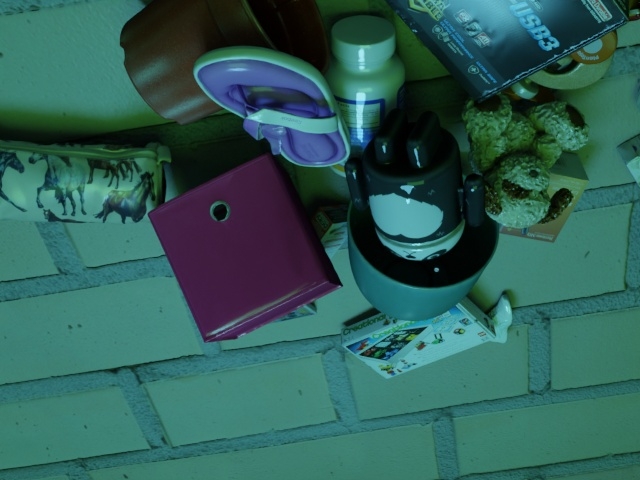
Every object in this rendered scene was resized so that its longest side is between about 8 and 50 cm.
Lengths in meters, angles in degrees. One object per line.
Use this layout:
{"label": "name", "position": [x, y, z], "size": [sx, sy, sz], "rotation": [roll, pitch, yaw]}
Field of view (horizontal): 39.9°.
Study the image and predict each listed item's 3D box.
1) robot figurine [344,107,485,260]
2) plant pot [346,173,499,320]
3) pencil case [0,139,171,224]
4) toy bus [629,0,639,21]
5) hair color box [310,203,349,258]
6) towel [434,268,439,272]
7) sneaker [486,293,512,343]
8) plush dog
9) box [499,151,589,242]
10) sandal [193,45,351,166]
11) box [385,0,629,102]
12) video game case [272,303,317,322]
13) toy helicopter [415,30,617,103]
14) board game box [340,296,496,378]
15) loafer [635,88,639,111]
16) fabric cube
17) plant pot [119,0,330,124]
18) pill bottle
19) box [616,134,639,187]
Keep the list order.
{"label": "robot figurine", "position": [0.164, -0.091, 1.541], "size": [0.173, 0.209, 0.278], "rotation": [-26, 133, -14]}
{"label": "plant pot", "position": [0.189, 0.028, 1.771], "size": [0.293, 0.293, 0.235], "rotation": [0, 147, -4]}
{"label": "pencil case", "position": [-0.486, -0.119, 1.670], "size": [0.410, 0.160, 0.183], "rotation": [2, 144, -5]}
{"label": "toy bus", "position": [0.610, -0.438, 1.497], "size": [0.190, 0.202, 0.104], "rotation": [-6, 101, 11]}
{"label": "hair color box", "position": [0.000, 0.000, 1.849], "size": [0.093, 0.053, 0.167], "rotation": [-9, 145, -48]}
{"label": "towel", "position": [0.231, 0.105, 1.998], "size": [0.144, 0.029, 0.197], "rotation": [7, 130, -11]}
{"label": "sneaker", "position": [0.414, 0.187, 2.066], "size": [0.061, 0.054, 0.152], "rotation": [1, 131, -1]}
{"label": "plush dog", "position": [0.351, -0.132, 1.630], "size": [0.262, 0.225, 0.210], "rotation": [5, 160, -23]}
{"label": "box", "position": [0.444, -0.094, 1.798], "size": [0.130, 0.091, 0.170], "rotation": [9, 129, -11]}
{"label": "sandal", "position": [-0.048, -0.185, 1.396], "size": [0.169, 0.102, 0.416], "rotation": [-13, 160, 23]}
{"label": "box", "position": [0.284, -0.395, 1.399], "size": [0.293, 0.073, 0.295], "rotation": [-24, 124, 39]}
{"label": "video game case", "position": [-0.090, 0.162, 1.977], "size": [0.143, 0.019, 0.157], "rotation": [-13, 167, 7]}
{"label": "toy helicopter", "position": [0.340, -0.347, 1.575], "size": [0.355, 0.140, 0.235], "rotation": [10, 139, 2]}
{"label": "board game box", "position": [0.225, 0.217, 2.042], "size": [0.305, 0.053, 0.193], "rotation": [-25, 134, 27]}
{"label": "loafer", "position": [0.715, -0.331, 1.599], "size": [0.111, 0.112, 0.319], "rotation": [-24, 168, -44]}
{"label": "fabric cube", "position": [-0.134, 0.022, 1.660], "size": [0.254, 0.258, 0.259], "rotation": [-25, 172, 4]}
{"label": "plant pot", "position": [-0.168, -0.335, 1.453], "size": [0.265, 0.272, 0.272], "rotation": [-23, 129, 26]}
{"label": "pill bottle", "position": [0.077, -0.259, 1.592], "size": [0.152, 0.152, 0.272], "rotation": [-3, 130, -1]}
{"label": "box", "position": [0.719, -0.090, 1.837], "size": [0.063, 0.067, 0.324], "rotation": [-30, 127, 22]}
